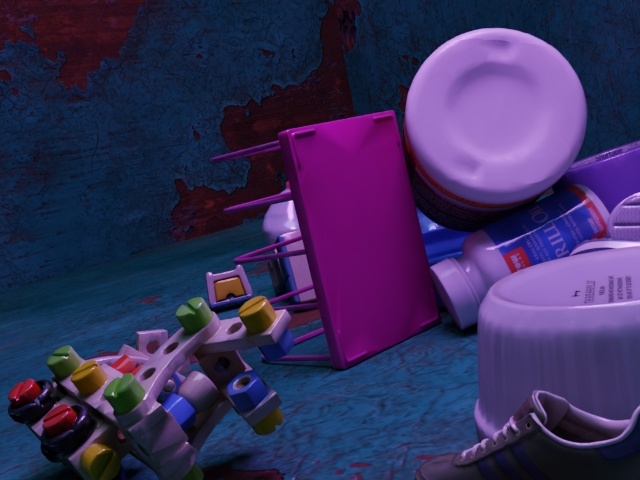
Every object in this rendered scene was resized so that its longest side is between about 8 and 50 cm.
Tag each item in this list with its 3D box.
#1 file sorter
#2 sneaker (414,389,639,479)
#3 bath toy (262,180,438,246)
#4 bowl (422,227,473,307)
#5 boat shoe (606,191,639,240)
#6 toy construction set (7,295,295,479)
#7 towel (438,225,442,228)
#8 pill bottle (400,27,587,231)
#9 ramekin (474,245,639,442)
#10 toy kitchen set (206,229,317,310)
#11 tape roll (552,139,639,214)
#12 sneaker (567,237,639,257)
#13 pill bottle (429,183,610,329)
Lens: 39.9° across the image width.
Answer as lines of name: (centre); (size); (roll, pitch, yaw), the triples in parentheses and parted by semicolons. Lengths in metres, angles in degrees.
file sorter: (0.000, 0.000, 1.164); (0.182, 0.290, 0.202); (-9, 7, 44)
sneaker: (0.147, 0.141, 0.600); (0.192, 0.086, 0.064); (-6, 9, 37)
bath toy: (0.055, -0.038, 1.676); (0.348, 0.129, 0.151); (4, -4, -23)
bowl: (0.272, 0.026, 1.386); (0.391, 0.077, 0.391); (-11, 6, 1)
boat shoe: (0.508, 0.006, 1.050); (0.335, 0.121, 0.119); (6, -4, 7)
toy construction set: (-0.168, 0.140, 0.849); (0.215, 0.151, 0.328); (-42, 12, -24)
towel: (0.213, -0.014, 1.968); (0.312, 0.056, 0.324); (-2, 9, 38)
pill bottle: (0.225, -0.132, 1.258); (0.224, 0.224, 0.392); (-11, -8, 2)
ramekin: (0.253, 0.085, 0.717); (0.273, 0.127, 0.273); (-11, 7, 1)
toy kitchen set: (-0.108, 0.082, 1.527); (0.166, 0.122, 0.207); (-13, -13, -12)
tape roll: (0.439, -0.092, 1.302); (0.189, 0.080, 0.189); (-19, 2, 1)
sneaker: (0.382, 0.057, 0.922); (0.319, 0.112, 0.131); (-12, 19, 46)
pill bottle: (0.258, 0.027, 1.126); (0.221, 0.124, 0.124); (-27, 8, -2)
